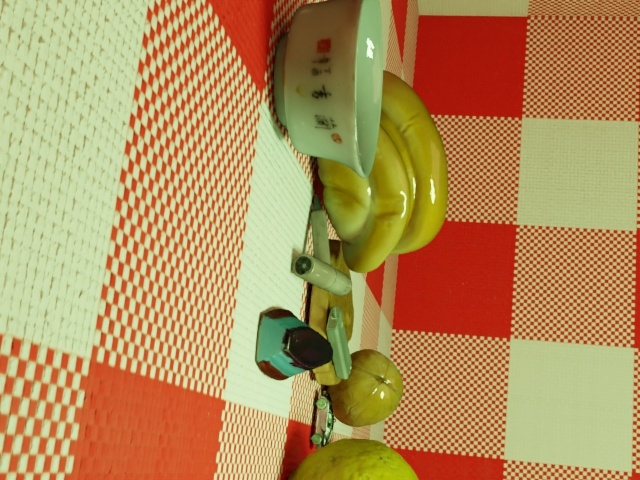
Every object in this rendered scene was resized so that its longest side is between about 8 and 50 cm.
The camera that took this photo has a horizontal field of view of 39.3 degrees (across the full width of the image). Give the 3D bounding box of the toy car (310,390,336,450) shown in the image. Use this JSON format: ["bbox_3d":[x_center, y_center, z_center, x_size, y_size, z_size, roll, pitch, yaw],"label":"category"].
[{"bbox_3d":[0.010,0.429,2.126,0.069,0.055,0.142,64,32,-76],"label":"toy car"}]

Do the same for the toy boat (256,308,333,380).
[{"bbox_3d":[-0.046,0.206,1.725,0.392,0.080,0.136,41,55,-73],"label":"toy boat"}]

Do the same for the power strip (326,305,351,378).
[{"bbox_3d":[0.041,0.224,1.998,0.252,0.027,0.060,78,20,-48],"label":"power strip"}]

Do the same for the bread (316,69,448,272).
[{"bbox_3d":[0.104,-0.156,1.973,0.329,0.245,0.423,31,-43,57],"label":"bread"}]

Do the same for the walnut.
[{"bbox_3d":[0.105,0.369,2.239,0.226,0.193,0.193,149,-51,-67],"label":"walnut"}]

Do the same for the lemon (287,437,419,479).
[{"bbox_3d":[0.074,0.569,1.856,0.336,0.336,0.335,3,90,-79],"label":"lemon"}]

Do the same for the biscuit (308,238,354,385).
[{"bbox_3d":[0.022,0.179,2.097,0.351,0.057,0.311,72,25,-58],"label":"biscuit"}]

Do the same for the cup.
[{"bbox_3d":[0.013,-0.289,1.610,0.347,0.163,0.347,4,90,-79],"label":"cup"}]

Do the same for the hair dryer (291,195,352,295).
[{"bbox_3d":[-0.006,-0.006,1.882,0.195,0.054,0.220,29,49,-61],"label":"hair dryer"}]
